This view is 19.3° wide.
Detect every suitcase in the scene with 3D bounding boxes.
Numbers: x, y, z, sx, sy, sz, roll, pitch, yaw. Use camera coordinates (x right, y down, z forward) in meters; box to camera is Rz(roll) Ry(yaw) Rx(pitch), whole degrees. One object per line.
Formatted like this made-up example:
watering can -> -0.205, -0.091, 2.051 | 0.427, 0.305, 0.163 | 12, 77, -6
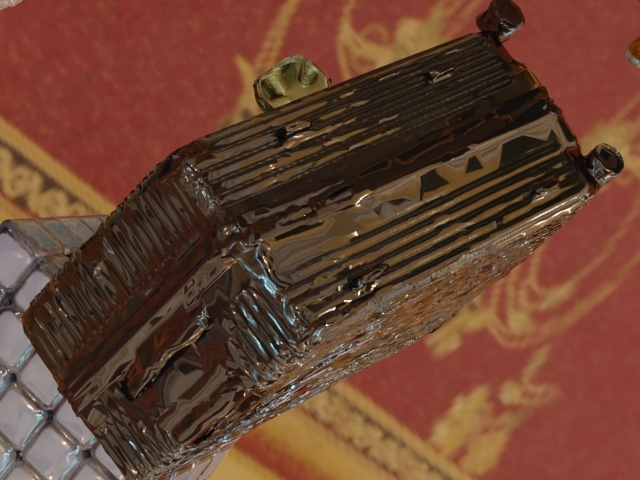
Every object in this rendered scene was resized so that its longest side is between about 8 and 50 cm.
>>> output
suitcase -> 0.000, 0.000, 1.189 | 0.335, 0.152, 0.229 | -25, 166, -44

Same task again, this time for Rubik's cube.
Rubik's cube -> -0.208, 0.137, 1.618 | 0.238, 0.237, 0.237 | -51, 169, 14

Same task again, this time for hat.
hat -> -0.023, -0.147, 1.967 | 0.076, 0.077, 0.059 | -39, 154, -4

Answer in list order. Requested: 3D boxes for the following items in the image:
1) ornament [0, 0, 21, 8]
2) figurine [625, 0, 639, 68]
ornament -> -0.350, -0.328, 1.724 | 0.259, 0.225, 0.259 | 3, 85, -30
figurine -> 0.286, -0.202, 1.173 | 0.143, 0.143, 0.271 | 16, 122, -40
